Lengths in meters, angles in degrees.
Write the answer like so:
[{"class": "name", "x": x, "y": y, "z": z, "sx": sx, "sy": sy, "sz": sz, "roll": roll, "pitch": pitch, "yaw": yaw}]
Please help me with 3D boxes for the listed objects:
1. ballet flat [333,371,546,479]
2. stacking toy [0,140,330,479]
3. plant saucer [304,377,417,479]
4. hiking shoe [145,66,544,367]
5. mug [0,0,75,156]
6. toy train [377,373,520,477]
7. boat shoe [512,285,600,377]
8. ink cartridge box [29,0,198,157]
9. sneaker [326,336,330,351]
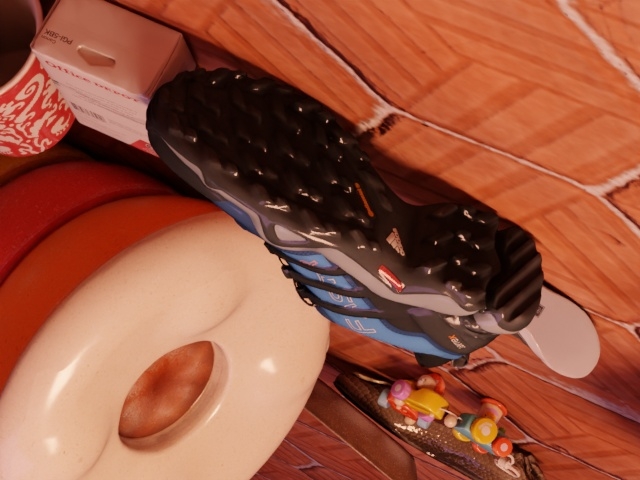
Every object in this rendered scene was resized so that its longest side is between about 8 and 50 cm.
[{"class": "ballet flat", "x": 0.127, "y": 0.199, "z": 2.038, "sx": 0.250, "sy": 0.058, "sz": 0.084, "roll": 31, "pitch": 179, "yaw": 12}, {"class": "stacking toy", "x": -0.254, "y": 0.024, "z": 1.777, "sx": 0.480, "sy": 0.350, "sz": 0.350, "roll": 40, "pitch": 175, "yaw": 35}, {"class": "plant saucer", "x": 0.031, "y": 0.193, "z": 2.038, "sx": 0.198, "sy": 0.036, "sz": 0.198, "roll": 39, "pitch": 175, "yaw": 4}, {"class": "hiking shoe", "x": 0.000, "y": 0.000, "z": 1.359, "sx": 0.304, "sy": 0.113, "sz": 0.132, "roll": 32, "pitch": 138, "yaw": -10}, {"class": "mug", "x": -0.256, "y": -0.140, "z": 1.469, "sx": 0.150, "sy": 0.113, "sz": 0.169, "roll": 36, "pitch": 172, "yaw": 13}, {"class": "toy train", "x": 0.129, "y": 0.168, "z": 1.931, "sx": 0.166, "sy": 0.046, "sz": 0.125, "roll": 26, "pitch": 167, "yaw": 24}, {"class": "boat shoe", "x": 0.155, "y": 0.051, "z": 1.466, "sx": 0.142, "sy": 0.049, "sz": 0.040, "roll": 41, "pitch": 174, "yaw": -29}, {"class": "ink cartridge box", "x": -0.137, "y": -0.115, "z": 1.406, "sx": 0.099, "sy": 0.056, "sz": 0.135, "roll": 24, "pitch": 166, "yaw": 15}, {"class": "sneaker", "x": -0.162, "y": 0.048, "z": 1.948, "sx": 0.350, "sy": 0.148, "sz": 0.131, "roll": 6, "pitch": 145, "yaw": -3}]
